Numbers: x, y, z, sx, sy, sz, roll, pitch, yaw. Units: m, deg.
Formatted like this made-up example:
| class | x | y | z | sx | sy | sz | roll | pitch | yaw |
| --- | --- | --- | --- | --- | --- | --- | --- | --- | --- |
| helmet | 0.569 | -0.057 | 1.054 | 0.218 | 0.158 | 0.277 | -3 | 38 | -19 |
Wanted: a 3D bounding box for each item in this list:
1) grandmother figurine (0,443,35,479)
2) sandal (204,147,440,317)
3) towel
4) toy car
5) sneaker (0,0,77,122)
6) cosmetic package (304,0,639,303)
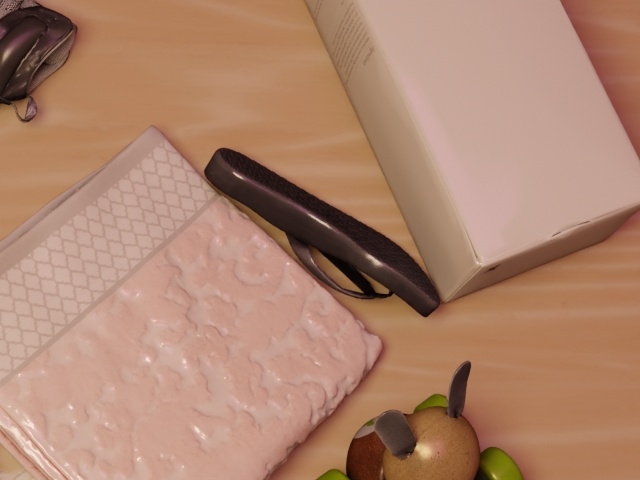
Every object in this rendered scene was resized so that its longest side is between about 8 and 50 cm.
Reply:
| class | x | y | z | sx | sy | sz | roll | pitch | yaw |
| --- | --- | --- | --- | --- | --- | --- | --- | --- | --- |
| grandmother figurine | -0.328 | 0.105 | 1.344 | 0.208 | 0.104 | 0.342 | -44 | 83 | -11 |
| sandal | 0.000 | 0.000 | 1.456 | 0.254 | 0.097 | 0.054 | 32 | 105 | 1 |
| towel | -0.145 | 0.088 | 1.359 | 0.317 | 0.053 | 0.332 | 44 | 53 | 3 |
| toy car | 0.084 | 0.180 | 1.338 | 0.155 | 0.188 | 0.149 | -33 | 56 | -22 |
| sneaker | -0.300 | -0.239 | 1.457 | 0.153 | 0.101 | 0.268 | 13 | 77 | -8 |
| cosmetic package | 0.143 | -0.149 | 1.485 | 0.197 | 0.155 | 0.365 | -19 | 78 | -16 |
